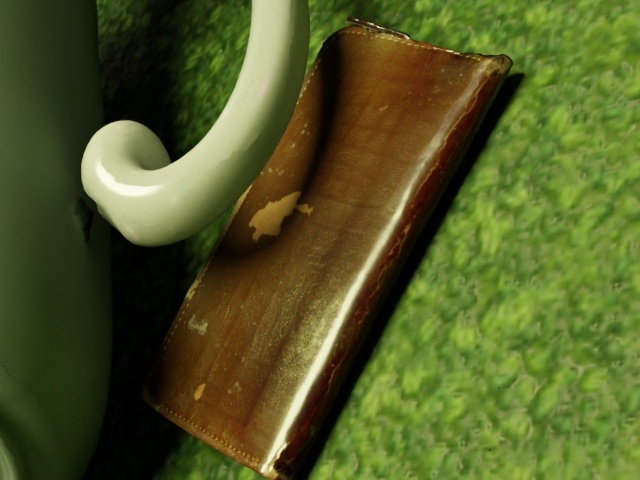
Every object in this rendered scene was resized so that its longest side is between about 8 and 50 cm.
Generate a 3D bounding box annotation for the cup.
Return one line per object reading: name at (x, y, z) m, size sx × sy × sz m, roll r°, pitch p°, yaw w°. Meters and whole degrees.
cup at (-0.168, -0.023, 0.556) m, size 0.356 × 0.259 × 0.275 m, roll -20°, pitch 49°, yaw 10°

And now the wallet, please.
wallet at (0.000, 0.000, 0.523) m, size 0.095 × 0.026 × 0.176 m, roll 20°, pitch 81°, yaw 44°
